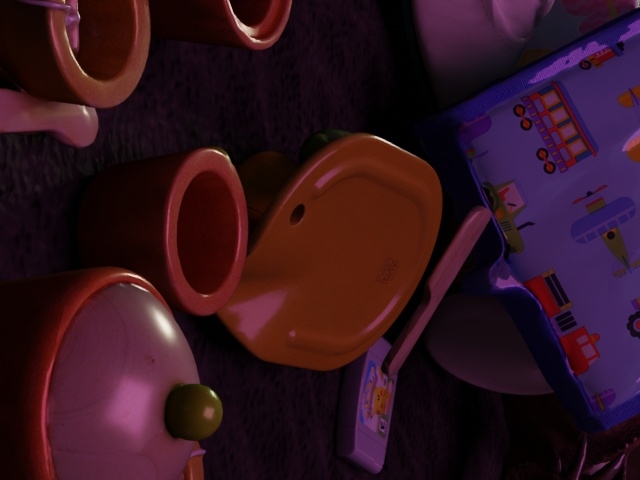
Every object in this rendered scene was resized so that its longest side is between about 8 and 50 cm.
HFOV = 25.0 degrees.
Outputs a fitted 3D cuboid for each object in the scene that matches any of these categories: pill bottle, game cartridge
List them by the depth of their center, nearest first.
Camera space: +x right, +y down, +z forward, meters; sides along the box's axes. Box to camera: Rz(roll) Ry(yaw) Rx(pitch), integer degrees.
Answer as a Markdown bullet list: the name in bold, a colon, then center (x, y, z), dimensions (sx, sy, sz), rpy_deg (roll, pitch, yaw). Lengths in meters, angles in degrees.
- **game cartridge**: center (0.029, 0.098, 0.894), dimensions (0.056, 0.017, 0.083), rpy_deg (39, 56, -55)
- **pill bottle**: center (0.148, -0.007, 1.025), dimensions (0.117, 0.117, 0.208), rpy_deg (59, 39, -48)

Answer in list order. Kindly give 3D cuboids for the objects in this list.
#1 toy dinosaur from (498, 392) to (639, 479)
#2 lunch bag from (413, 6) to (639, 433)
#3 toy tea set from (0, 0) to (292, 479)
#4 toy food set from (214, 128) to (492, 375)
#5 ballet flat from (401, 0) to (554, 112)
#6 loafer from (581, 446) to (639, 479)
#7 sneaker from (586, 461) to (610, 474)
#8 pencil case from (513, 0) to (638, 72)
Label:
- **toy dinosaur**: center (0.208, 0.120, 1.041), dimensions (0.296, 0.127, 0.200), rpy_deg (-55, -161, 13)
- **lunch bag**: center (0.209, -0.029, 0.933), dimensions (0.293, 0.138, 0.221), rpy_deg (-29, 93, -30)
- **toy tea set**: center (-0.058, -0.019, 0.572), dimensions (0.200, 0.124, 0.336), rpy_deg (34, 61, -61)
- **toy food set**: center (0.000, 0.000, 0.780), dimensions (0.128, 0.071, 0.218), rpy_deg (-62, 151, 3)
- **ballet flat**: center (0.104, -0.250, 0.909), dimensions (0.139, 0.139, 0.400), rpy_deg (-53, 138, -52)
- **loafer**: center (0.291, 0.134, 1.322), dimensions (0.134, 0.130, 0.366), rpy_deg (-43, 129, -57)
- **sneaker**: center (0.231, 0.013, 1.172), dimensions (0.145, 0.147, 0.385), rpy_deg (-33, 122, -63)
- **pencil case**: center (0.155, -0.258, 1.041), dimensions (0.113, 0.124, 0.273), rpy_deg (-104, -179, -61)
